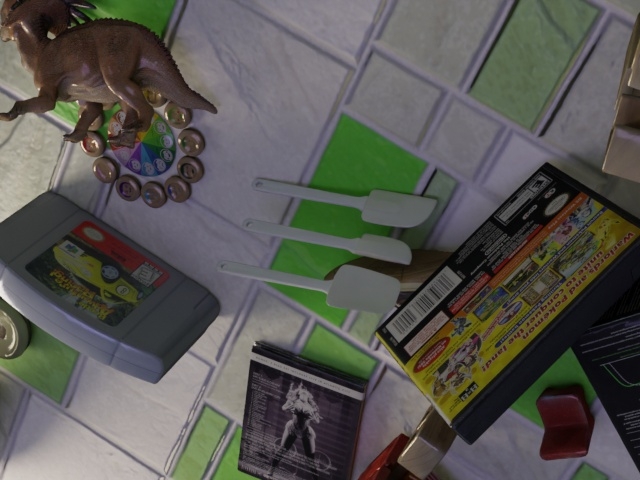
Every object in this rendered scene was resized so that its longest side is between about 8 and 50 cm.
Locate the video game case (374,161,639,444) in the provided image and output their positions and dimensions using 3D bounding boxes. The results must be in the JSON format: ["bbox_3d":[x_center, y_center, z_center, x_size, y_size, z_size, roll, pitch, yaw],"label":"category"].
[{"bbox_3d":[0.198,0.056,1.424,0.275,0.248,0.035,-45,114,2],"label":"video game case"}]

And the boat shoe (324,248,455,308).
[{"bbox_3d":[0.142,0.064,1.611,0.285,0.103,0.092,-4,110,21],"label":"boat shoe"}]

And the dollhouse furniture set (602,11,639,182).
[{"bbox_3d":[0.398,-0.228,1.218,0.198,0.286,0.303,15,126,8],"label":"dollhouse furniture set"}]

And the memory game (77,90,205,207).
[{"bbox_3d":[-0.229,-0.125,1.738,0.186,0.012,0.186,12,122,20],"label":"memory game"}]

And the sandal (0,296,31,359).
[{"bbox_3d":[-0.562,0.097,1.975,0.303,0.086,0.120,17,123,16],"label":"sandal"}]

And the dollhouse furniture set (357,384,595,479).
[{"bbox_3d":[0.187,0.293,1.682,0.201,0.152,0.374,38,126,2],"label":"dollhouse furniture set"}]

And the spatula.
[{"bbox_3d":[0.000,0.000,1.616,0.242,0.168,0.019,10,154,25],"label":"spatula"}]

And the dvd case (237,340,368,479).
[{"bbox_3d":[-0.028,0.252,1.847,0.165,0.018,0.221,19,124,17],"label":"dvd case"}]

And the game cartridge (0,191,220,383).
[{"bbox_3d":[-0.292,0.059,1.757,0.294,0.196,0.060,32,127,6],"label":"game cartridge"}]

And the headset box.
[{"bbox_3d":[0.401,0.138,1.437,0.131,0.246,0.283,-22,107,33],"label":"headset box"}]

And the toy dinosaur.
[{"bbox_3d":[-0.270,-0.223,1.641,0.296,0.127,0.200,6,82,7],"label":"toy dinosaur"}]
